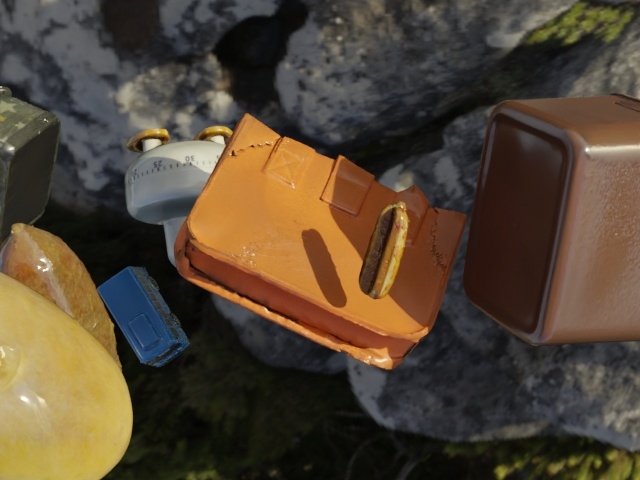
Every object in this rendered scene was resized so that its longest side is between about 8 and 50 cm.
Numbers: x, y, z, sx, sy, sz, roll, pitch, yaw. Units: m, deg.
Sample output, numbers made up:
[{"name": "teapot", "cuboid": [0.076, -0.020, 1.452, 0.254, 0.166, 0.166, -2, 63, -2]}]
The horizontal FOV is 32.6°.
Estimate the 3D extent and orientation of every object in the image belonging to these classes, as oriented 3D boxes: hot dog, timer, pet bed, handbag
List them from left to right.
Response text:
[{"name": "pet bed", "cuboid": [-0.525, -0.116, 1.717, 0.159, 0.183, 0.210, 23, 124, 7]}, {"name": "timer", "cuboid": [-0.243, -0.078, 2.017, 0.234, 0.233, 0.240, -15, 76, 29]}, {"name": "handbag", "cuboid": [0.000, 0.000, 1.720, 0.410, 0.303, 0.116, 25, 142, -2]}, {"name": "hot dog", "cuboid": [0.094, 0.014, 1.555, 0.062, 0.038, 0.144, 28, 105, 49]}]

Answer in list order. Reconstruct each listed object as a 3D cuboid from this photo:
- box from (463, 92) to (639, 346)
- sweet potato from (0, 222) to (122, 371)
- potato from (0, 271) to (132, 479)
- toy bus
[{"name": "box", "cuboid": [0.371, -0.032, 1.583, 0.239, 0.230, 0.339, 39, 127, 57]}, {"name": "sweet potato", "cuboid": [-0.230, 0.157, 0.978, 0.109, 0.109, 0.385, 13, 120, 24]}, {"name": "potato", "cuboid": [-0.235, 0.089, 0.742, 0.234, 0.150, 0.146, 25, 141, -12]}, {"name": "toy bus", "cuboid": [-0.336, 0.146, 2.083, 0.090, 0.106, 0.184, -35, 80, 6]}]
